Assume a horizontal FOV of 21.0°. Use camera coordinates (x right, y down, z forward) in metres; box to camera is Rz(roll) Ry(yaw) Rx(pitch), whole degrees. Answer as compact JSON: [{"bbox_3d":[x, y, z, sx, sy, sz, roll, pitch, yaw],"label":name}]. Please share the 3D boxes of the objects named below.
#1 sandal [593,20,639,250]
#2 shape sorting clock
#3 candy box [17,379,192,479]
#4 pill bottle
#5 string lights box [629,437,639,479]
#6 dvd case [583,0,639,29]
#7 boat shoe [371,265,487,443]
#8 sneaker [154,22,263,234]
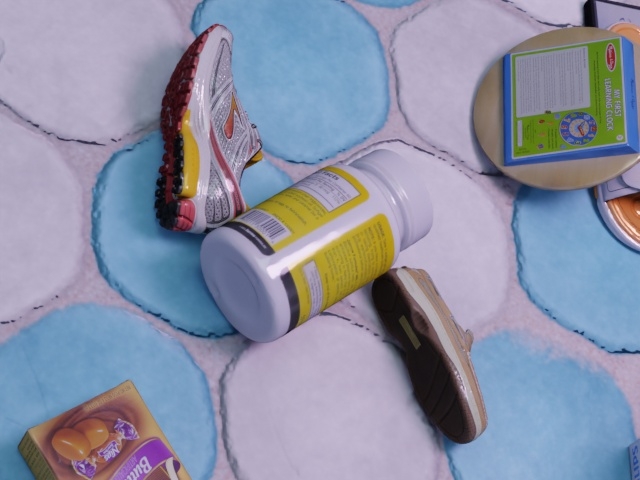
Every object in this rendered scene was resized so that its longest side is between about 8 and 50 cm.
[{"bbox_3d":[0.345,-0.118,1.847,0.102,0.076,0.265,-1,76,-19],"label":"sandal"},{"bbox_3d":[0.264,-0.140,1.824,0.206,0.040,0.206,-10,57,15],"label":"shape sorting clock"},{"bbox_3d":[-0.168,0.227,1.499,0.109,0.053,0.186,-26,76,-31],"label":"candy box"},{"bbox_3d":[0.000,0.000,1.641,0.208,0.119,0.119,-30,77,-29],"label":"pill bottle"},{"bbox_3d":[0.411,0.190,1.619,0.133,0.259,0.076,9,61,-18],"label":"string lights box"},{"bbox_3d":[0.422,-0.179,1.963,0.253,0.022,0.180,9,61,-16],"label":"dvd case"},{"bbox_3d":[0.122,0.105,1.672,0.072,0.068,0.190,-9,66,-38],"label":"boat shoe"},{"bbox_3d":[-0.105,-0.106,1.691,0.093,0.088,0.225,12,67,-23],"label":"sneaker"}]
